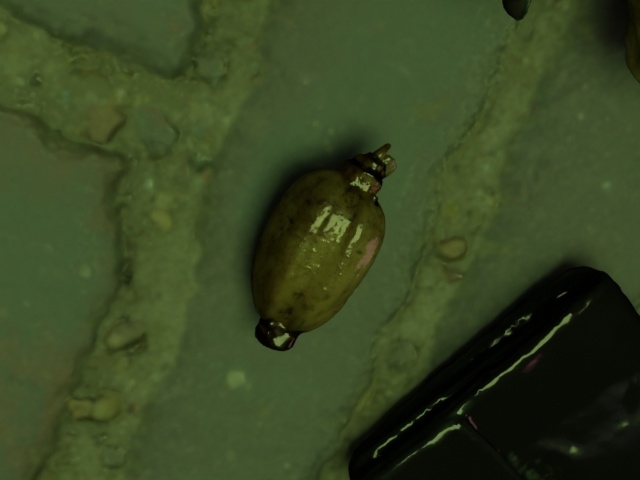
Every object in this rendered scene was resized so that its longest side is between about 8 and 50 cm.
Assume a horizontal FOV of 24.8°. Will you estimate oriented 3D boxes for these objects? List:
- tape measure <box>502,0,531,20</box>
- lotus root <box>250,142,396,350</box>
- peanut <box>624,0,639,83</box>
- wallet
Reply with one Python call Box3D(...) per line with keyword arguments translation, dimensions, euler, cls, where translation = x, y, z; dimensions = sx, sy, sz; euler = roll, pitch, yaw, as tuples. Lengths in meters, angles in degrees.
Box3D(translation=(0.030, -0.252, 0.798), dimensions=(0.232, 0.149, 0.245), euler=(6, 115, -20), cls="tape measure")
Box3D(translation=(0.000, 0.000, 0.921), dimensions=(0.072, 0.063, 0.152), euler=(34, 106, 3), cls="lotus root")
Box3D(translation=(0.271, -0.226, 0.875), dimensions=(0.147, 0.147, 0.305), euler=(23, 105, -22), cls="peanut")
Box3D(translation=(0.221, 0.223, 1.067), dimensions=(0.228, 0.062, 0.406), euler=(-41, 115, 2), cls="wallet")
